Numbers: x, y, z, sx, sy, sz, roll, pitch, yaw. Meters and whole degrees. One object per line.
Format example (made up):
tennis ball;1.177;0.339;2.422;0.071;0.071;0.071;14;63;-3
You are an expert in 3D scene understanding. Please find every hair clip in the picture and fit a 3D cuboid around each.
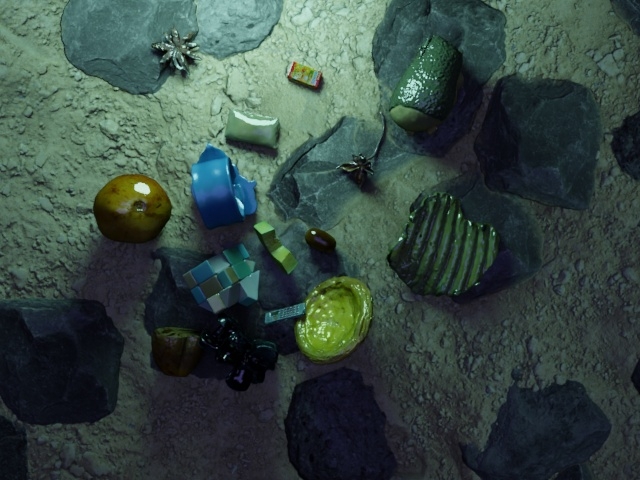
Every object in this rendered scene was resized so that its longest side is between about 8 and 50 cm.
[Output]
hair clip;-0.269;0.394;1.772;0.194;0.206;0.310;-47;126;3

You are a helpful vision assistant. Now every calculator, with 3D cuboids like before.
calculator;-0.133;0.275;1.870;0.172;0.057;0.018;-17;135;22

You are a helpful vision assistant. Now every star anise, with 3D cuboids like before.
star anise;-0.533;-0.711;1.855;0.195;0.065;0.182;6;90;3
star anise;0.174;-0.344;1.906;0.148;0.218;0.227;18;46;27

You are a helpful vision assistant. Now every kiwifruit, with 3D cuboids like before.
kiwifruit;0.000;0.000;1.883;0.125;0.075;0.075;30;91;2

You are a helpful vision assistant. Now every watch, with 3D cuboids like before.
watch;-0.356;-0.202;1.768;0.242;0.274;0.304;-15;97;-1

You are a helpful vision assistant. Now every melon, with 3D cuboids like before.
melon;-0.168;0.022;1.860;0.064;0.118;0.209;-35;104;-14

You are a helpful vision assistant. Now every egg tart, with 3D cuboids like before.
egg tart;0.064;0.294;1.814;0.345;0.345;0.132;-49;131;0

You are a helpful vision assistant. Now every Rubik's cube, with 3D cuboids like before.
Rubik's cube;-0.336;0.156;1.808;0.224;0.265;0.212;-31;90;27

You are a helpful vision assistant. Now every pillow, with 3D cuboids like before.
pillow;-0.250;-0.417;1.875;0.208;0.053;0.119;11;89;2

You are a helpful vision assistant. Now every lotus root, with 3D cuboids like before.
lotus root;-0.515;0.408;1.817;0.188;0.199;0.179;8;86;5

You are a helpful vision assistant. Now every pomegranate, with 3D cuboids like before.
pomegranate;-0.665;-0.107;1.777;0.265;0.264;0.264;0;91;-1

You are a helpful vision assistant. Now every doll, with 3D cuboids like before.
doll;0.397;-0.554;1.812;0.248;0.247;0.349;19;85;-2

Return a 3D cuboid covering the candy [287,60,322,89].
candy;-0.059;-0.618;1.881;0.122;0.038;0.062;21;91;-2

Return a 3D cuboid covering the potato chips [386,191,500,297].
potato chips;0.456;0.032;1.883;0.373;0.097;0.389;38;89;-8
